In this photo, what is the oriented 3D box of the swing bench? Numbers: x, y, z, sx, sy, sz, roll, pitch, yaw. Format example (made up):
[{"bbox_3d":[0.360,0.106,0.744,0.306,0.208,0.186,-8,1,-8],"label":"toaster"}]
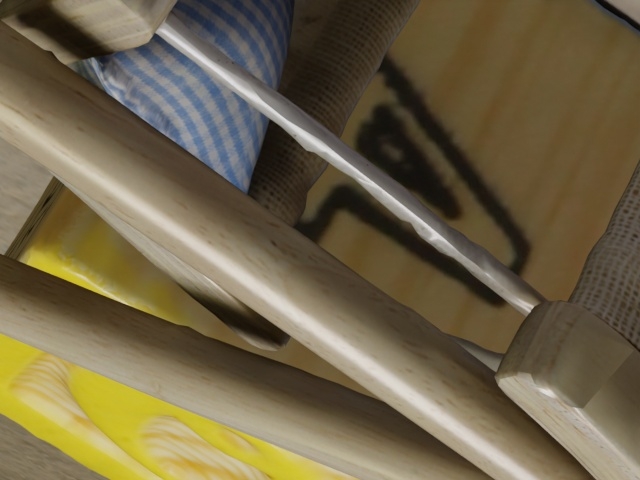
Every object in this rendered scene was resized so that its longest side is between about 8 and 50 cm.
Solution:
[{"bbox_3d":[0.042,-0.070,0.463,0.255,0.253,0.165,27,156,3],"label":"swing bench"}]

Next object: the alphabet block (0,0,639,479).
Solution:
[{"bbox_3d":[0.000,0.000,0.717,0.193,0.197,0.192,32,156,-8],"label":"alphabet block"}]
